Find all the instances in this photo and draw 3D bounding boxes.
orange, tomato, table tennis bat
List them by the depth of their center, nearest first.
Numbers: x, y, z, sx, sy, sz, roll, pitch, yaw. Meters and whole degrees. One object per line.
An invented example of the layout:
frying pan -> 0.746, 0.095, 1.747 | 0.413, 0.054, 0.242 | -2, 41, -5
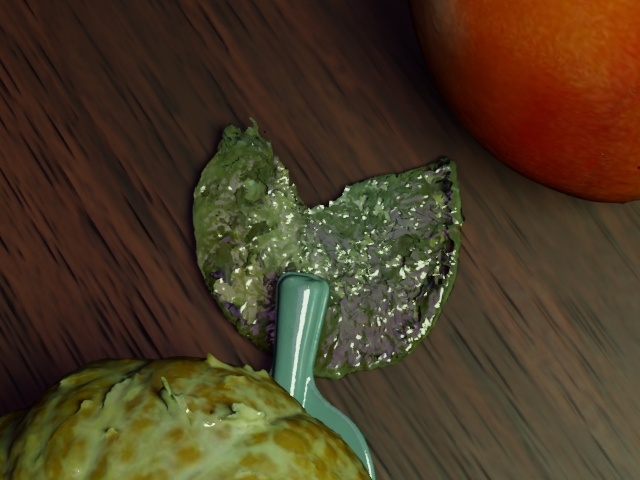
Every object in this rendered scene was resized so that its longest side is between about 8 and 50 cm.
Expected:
orange -> -0.106, 0.238, 0.960 | 0.329, 0.249, 0.329 | -2, 86, 21
tomato -> 0.206, -0.192, 1.000 | 0.322, 0.321, 0.321 | -2, 76, 8
table tennis bat -> -0.027, 0.145, 1.086 | 0.153, 0.040, 0.244 | 7, 87, 14

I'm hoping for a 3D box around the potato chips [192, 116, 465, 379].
potato chips -> -0.001, -0.001, 1.131 | 0.220, 0.029, 0.202 | 24, 84, 11
